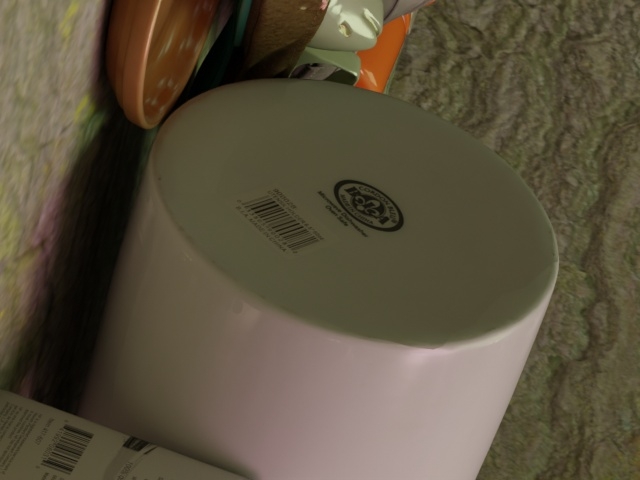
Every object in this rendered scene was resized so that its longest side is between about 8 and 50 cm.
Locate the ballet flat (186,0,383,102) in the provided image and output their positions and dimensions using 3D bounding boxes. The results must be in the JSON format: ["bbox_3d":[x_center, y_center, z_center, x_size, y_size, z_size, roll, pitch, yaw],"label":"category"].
[{"bbox_3d":[-0.022,-0.158,1.294,0.342,0.124,0.116,117,-17,-57],"label":"ballet flat"}]

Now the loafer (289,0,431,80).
[{"bbox_3d":[-0.009,-0.198,1.424,0.319,0.111,0.112,-32,-106,58],"label":"loafer"}]

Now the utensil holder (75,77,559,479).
[{"bbox_3d":[-0.021,0.115,1.272,0.327,0.327,0.385,-64,175,-54],"label":"utensil holder"}]

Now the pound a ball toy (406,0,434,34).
[{"bbox_3d":[0.107,-0.392,2.074,0.208,0.135,0.319,68,41,-83],"label":"pound a ball toy"}]

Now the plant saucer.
[{"bbox_3d":[-0.102,-0.176,1.135,0.200,0.037,0.200,20,90,-86],"label":"plant saucer"}]

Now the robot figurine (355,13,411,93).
[{"bbox_3d":[0.027,-0.228,1.871,0.128,0.158,0.219,-39,-156,55],"label":"robot figurine"}]

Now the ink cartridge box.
[{"bbox_3d":[-0.150,0.201,1.080,0.148,0.203,0.086,-63,172,-54],"label":"ink cartridge box"}]
